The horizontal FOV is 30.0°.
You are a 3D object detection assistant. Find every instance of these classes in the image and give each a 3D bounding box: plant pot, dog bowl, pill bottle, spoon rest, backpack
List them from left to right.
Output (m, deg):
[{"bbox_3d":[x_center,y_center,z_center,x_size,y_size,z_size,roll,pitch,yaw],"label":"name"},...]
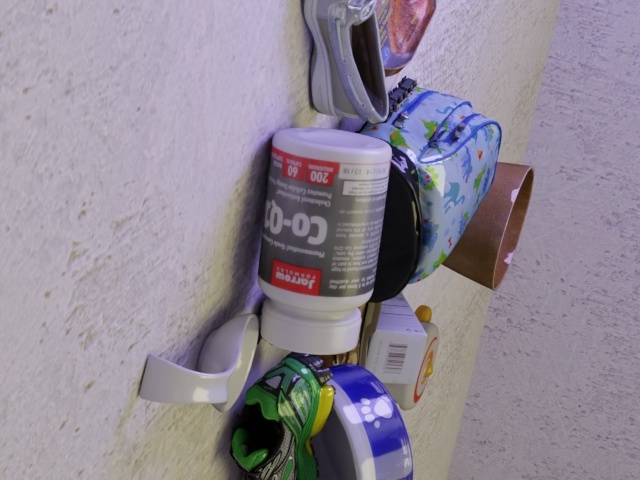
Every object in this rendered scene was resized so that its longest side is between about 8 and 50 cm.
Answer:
[{"bbox_3d":[-0.132,0.167,1.532,0.276,0.084,0.137,-9,116,-71],"label":"spoon rest"},{"bbox_3d":[0.000,0.000,1.610,0.161,0.161,0.283,-29,128,-67],"label":"pill bottle"},{"bbox_3d":[0.029,0.332,1.894,0.104,0.265,0.265,-11,124,-31],"label":"dog bowl"},{"bbox_3d":[0.151,-0.102,1.956,0.356,0.273,0.290,-70,162,-58],"label":"backpack"},{"bbox_3d":[0.239,-0.056,2.214,0.237,0.254,0.237,17,90,-73],"label":"plant pot"}]

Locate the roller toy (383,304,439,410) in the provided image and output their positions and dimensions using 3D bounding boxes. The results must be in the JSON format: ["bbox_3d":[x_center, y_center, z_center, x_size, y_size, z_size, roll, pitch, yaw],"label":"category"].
[{"bbox_3d":[0.164,0.246,2.472,0.209,0.146,0.191,-52,154,-52],"label":"roller toy"}]

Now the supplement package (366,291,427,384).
[{"bbox_3d":[0.111,0.170,2.160,0.179,0.105,0.105,-118,-145,-65],"label":"supplement package"}]

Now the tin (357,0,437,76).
[{"bbox_3d":[0.102,-0.323,1.759,0.190,0.106,0.040,-63,-168,-27],"label":"tin"}]

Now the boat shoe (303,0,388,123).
[{"bbox_3d":[0.045,-0.289,1.603,0.320,0.103,0.118,90,24,-47],"label":"boat shoe"}]

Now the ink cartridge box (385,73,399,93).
[{"bbox_3d":[0.085,-0.277,1.822,0.104,0.061,0.181,82,30,-58],"label":"ink cartridge box"}]

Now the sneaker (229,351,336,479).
[{"bbox_3d":[-0.088,0.324,1.819,0.146,0.134,0.344,-23,134,-41],"label":"sneaker"}]

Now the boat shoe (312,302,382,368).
[{"bbox_3d":[0.027,0.186,2.048,0.111,0.104,0.307,-123,-138,-74],"label":"boat shoe"}]

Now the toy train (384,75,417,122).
[{"bbox_3d":[0.116,-0.215,1.834,0.158,0.027,0.036,-50,161,-57],"label":"toy train"}]

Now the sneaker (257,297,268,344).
[{"bbox_3d":[-0.044,0.111,1.819,0.098,0.083,0.223,-55,161,10],"label":"sneaker"}]
